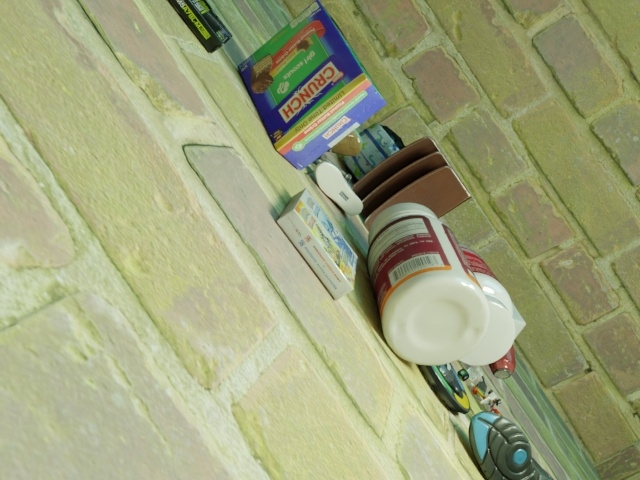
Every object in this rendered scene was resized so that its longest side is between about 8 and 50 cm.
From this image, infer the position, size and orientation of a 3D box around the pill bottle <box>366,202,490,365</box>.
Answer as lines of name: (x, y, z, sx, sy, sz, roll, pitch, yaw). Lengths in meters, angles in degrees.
pill bottle: (0.223, 0.079, 1.479, 0.224, 0.224, 0.392, 50, 15, -24)

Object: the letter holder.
letter holder: (0.255, -0.145, 1.944, 0.214, 0.302, 0.152, 53, 14, -11)

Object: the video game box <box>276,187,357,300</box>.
video game box: (0.000, 0.000, 1.268, 0.187, 0.048, 0.205, 51, 14, -10)

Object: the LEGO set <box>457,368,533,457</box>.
LEGO set: (0.411, 0.434, 1.600, 0.244, 0.060, 0.182, 61, -13, -5)

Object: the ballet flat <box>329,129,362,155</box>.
ballet flat: (-0.038, -0.342, 1.782, 0.342, 0.116, 0.124, 48, 45, 3)

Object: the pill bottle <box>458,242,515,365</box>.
pill bottle: (0.379, 0.166, 1.753, 0.229, 0.229, 0.407, 53, 9, -14)

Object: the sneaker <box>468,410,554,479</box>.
sneaker: (0.420, 0.505, 1.461, 0.340, 0.125, 0.140, 52, -10, -16)

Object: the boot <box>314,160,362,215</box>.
boot: (0.035, -0.145, 1.721, 0.190, 0.069, 0.086, 51, 1, -34)

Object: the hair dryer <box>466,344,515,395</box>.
hair dryer: (0.482, 0.308, 1.910, 0.294, 0.080, 0.223, -23, 80, -47)

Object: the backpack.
backpack: (0.216, -0.274, 2.306, 0.290, 0.273, 0.355, 59, -8, 3)

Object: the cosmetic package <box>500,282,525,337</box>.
cosmetic package: (0.506, 0.223, 2.133, 0.224, 0.138, 0.224, 19, 26, -18)

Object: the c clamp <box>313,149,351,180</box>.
c clamp: (0.025, -0.195, 1.730, 0.137, 0.022, 0.161, 14, -17, 47)

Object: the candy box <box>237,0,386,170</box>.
candy box: (-0.028, -0.375, 1.574, 0.122, 0.268, 0.317, 31, 28, -54)

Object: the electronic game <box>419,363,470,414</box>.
electronic game: (0.284, 0.303, 1.537, 0.229, 0.048, 0.229, 51, 15, -19)

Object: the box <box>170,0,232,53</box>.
box: (-0.287, -0.534, 1.530, 0.184, 0.045, 0.190, 54, 13, -19)
